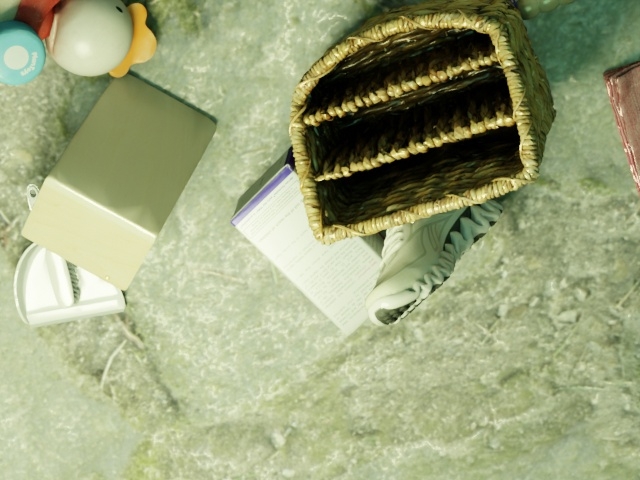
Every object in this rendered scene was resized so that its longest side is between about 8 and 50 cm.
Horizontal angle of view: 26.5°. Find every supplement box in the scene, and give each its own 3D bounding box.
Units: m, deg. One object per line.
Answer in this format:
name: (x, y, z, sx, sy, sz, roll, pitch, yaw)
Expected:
supplement box: (0.000, 0.000, 1.780, 0.220, 0.111, 0.114, 44, 103, -9)

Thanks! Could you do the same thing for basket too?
basket: (0.111, -0.159, 1.634, 0.299, 0.223, 0.213, -15, 111, 23)

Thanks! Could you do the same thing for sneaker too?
sneaker: (0.119, 0.005, 1.707, 0.118, 0.292, 0.110, 46, 130, -1)

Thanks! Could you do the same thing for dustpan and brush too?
dustpan and brush: (-0.356, 0.018, 1.824, 0.147, 0.060, 0.211, -10, 106, 5)

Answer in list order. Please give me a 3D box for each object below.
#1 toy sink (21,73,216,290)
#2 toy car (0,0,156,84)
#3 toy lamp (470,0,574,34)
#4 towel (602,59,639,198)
toy sink: (-0.256, -0.077, 1.744, 0.153, 0.234, 0.131, 29, 134, -7)
toy car: (-0.310, -0.290, 1.692, 0.238, 0.219, 0.210, 11, 108, -31)
toy lamp: (0.313, -0.310, 1.697, 0.275, 0.080, 0.080, -20, 104, 9)
towel: (0.554, -0.161, 1.754, 0.329, 0.037, 0.237, -20, 105, 7)
